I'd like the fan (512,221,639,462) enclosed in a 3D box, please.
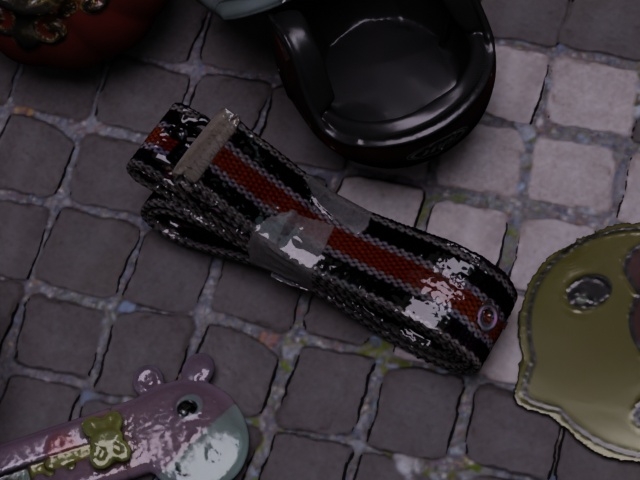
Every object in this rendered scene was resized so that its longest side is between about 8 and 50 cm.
[{"bbox_3d":[0.319,0.070,1.571,0.335,0.011,0.230,-25,64,-2],"label":"fan"}]

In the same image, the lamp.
[{"bbox_3d":[-0.241,-0.272,1.706,0.226,0.227,0.227,-3,65,6],"label":"lamp"}]

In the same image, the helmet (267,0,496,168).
[{"bbox_3d":[0.057,-0.166,1.614,0.189,0.193,0.216,-27,63,-3],"label":"helmet"}]

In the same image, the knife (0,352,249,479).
[{"bbox_3d":[-0.258,0.203,1.574,0.398,0.038,0.132,-18,62,0],"label":"knife"}]

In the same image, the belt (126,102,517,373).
[{"bbox_3d":[0.000,0.000,1.595,0.359,0.126,0.094,29,62,13],"label":"belt"}]

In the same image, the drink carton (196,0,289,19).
[{"bbox_3d":[-0.047,-0.322,1.623,0.185,0.190,0.191,-24,21,-7],"label":"drink carton"}]
